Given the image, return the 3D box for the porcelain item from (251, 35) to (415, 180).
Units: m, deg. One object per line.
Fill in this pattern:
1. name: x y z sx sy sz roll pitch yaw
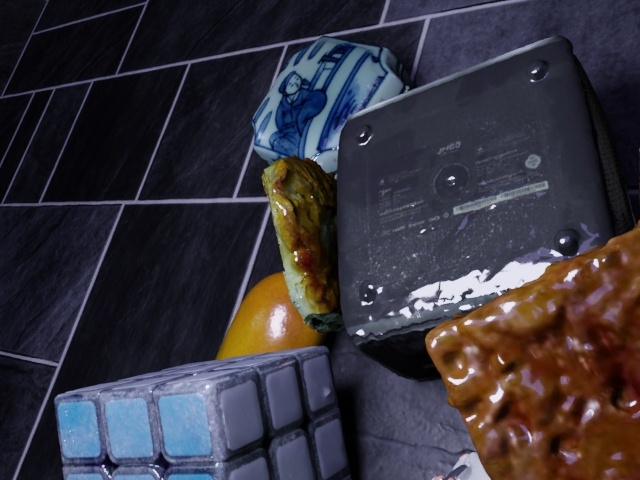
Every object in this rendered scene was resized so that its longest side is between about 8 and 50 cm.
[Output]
1. porcelain item: 0.024 -0.242 1.405 0.286 0.157 0.281 27 82 42

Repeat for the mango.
1. mango: -0.082 0.176 1.259 0.175 0.139 0.255 33 95 54

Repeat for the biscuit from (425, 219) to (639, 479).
1. biscuit: 0.347 0.158 0.746 0.395 0.166 0.343 -27 80 15

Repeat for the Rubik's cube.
1. Rubik's cube: -0.155 0.329 1.049 0.301 0.303 0.305 -13 86 31

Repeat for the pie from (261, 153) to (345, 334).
1. pie: 0.000 0.000 1.171 0.102 0.354 0.288 -22 74 18

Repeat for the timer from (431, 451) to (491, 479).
1. timer: 0.171 0.384 0.893 0.315 0.291 0.290 -42 43 -21

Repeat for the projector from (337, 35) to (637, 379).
1. projector: 0.234 -0.035 1.069 0.395 0.242 0.405 -16 58 28
